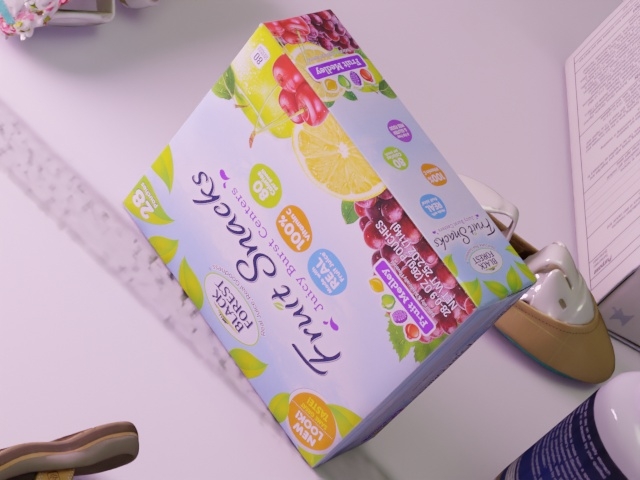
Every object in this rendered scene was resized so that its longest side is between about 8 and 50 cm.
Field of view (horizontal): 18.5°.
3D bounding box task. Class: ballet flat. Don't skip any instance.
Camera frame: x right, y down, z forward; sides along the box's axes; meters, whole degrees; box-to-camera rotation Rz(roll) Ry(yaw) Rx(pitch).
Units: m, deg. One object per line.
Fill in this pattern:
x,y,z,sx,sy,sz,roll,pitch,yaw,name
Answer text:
0.127,0.017,1.343,0.232,0.073,0.080,34,37,-14,ballet flat
-0.144,-0.184,1.298,0.241,0.091,0.077,-26,104,-48,ballet flat

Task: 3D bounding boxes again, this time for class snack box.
0.000,0.000,1.150,0.070,0.174,0.207,-19,69,-48,snack box

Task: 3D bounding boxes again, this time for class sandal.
-0.154,0.128,0.975,0.180,0.072,0.049,-8,81,-52,sandal

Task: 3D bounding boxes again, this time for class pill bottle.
0.185,0.138,1.192,0.094,0.169,0.094,25,39,-23,pill bottle

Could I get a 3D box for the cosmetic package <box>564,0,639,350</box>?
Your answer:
0.282,-0.068,1.507,0.113,0.160,0.309,28,39,-21,cosmetic package
